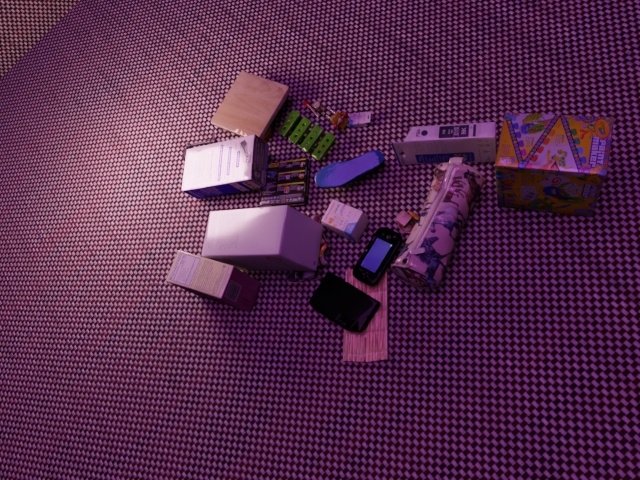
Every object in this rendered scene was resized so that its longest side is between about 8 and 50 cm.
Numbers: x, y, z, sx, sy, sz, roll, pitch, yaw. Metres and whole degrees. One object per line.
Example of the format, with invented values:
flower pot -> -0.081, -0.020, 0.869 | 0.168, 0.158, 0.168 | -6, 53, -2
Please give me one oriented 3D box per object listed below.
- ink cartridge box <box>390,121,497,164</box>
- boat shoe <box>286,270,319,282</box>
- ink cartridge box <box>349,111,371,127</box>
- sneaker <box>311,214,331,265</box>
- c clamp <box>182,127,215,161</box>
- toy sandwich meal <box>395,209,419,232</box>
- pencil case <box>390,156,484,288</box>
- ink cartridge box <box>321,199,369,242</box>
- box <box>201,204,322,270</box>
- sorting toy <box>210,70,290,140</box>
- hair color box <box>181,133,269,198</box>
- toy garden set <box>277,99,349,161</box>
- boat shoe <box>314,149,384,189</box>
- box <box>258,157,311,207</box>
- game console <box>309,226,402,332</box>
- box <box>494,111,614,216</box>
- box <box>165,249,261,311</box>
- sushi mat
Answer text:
ink cartridge box -> 0.412, -0.318, 1.716 | 0.332, 0.165, 0.065 | 1, 71, 20
boat shoe -> -0.067, 0.122, 1.806 | 0.125, 0.038, 0.046 | -2, 70, 20
ink cartridge box -> 0.152, -0.454, 1.943 | 0.083, 0.028, 0.048 | -1, 71, 21
sneaker -> 0.000, 0.000, 1.817 | 0.083, 0.069, 0.186 | 2, 77, 12
c clamp -> -0.512, -0.392, 2.182 | 0.160, 0.022, 0.137 | -12, 72, 15
toy sandwich meal -> 0.295, -0.066, 1.743 | 0.085, 0.029, 0.086 | -7, 68, 18
pencil case -> 0.369, -0.053, 1.625 | 0.159, 0.183, 0.411 | 21, 79, 27
ink cartridge box -> 0.078, -0.071, 1.794 | 0.143, 0.090, 0.092 | 25, 81, 26
box -> -0.198, 0.000, 1.762 | 0.345, 0.215, 0.169 | -1, 73, 34
sorting toy -> -0.272, -0.529, 2.099 | 0.257, 0.089, 0.256 | 26, 82, 26
hair color box -> -0.371, -0.282, 2.010 | 0.338, 0.110, 0.185 | -6, 73, 29
toy garden set -> -0.019, -0.439, 1.987 | 0.244, 0.049, 0.204 | 39, 96, 30
boat shoe -> 0.110, -0.237, 1.850 | 0.258, 0.089, 0.109 | -14, 79, 10
box -> -0.135, -0.214, 1.956 | 0.190, 0.045, 0.184 | -5, 67, 20
game console -> 0.134, 0.113, 1.710 | 0.213, 0.044, 0.362 | 29, 83, 29
box -> 0.671, -0.214, 1.508 | 0.278, 0.290, 0.177 | 10, 74, 23
box -> -0.371, 0.146, 1.814 | 0.242, 0.213, 0.118 | 14, 76, 24
sushi mat -> 0.148, 0.238, 1.692 | 0.151, 0.019, 0.317 | -5, 69, 20
